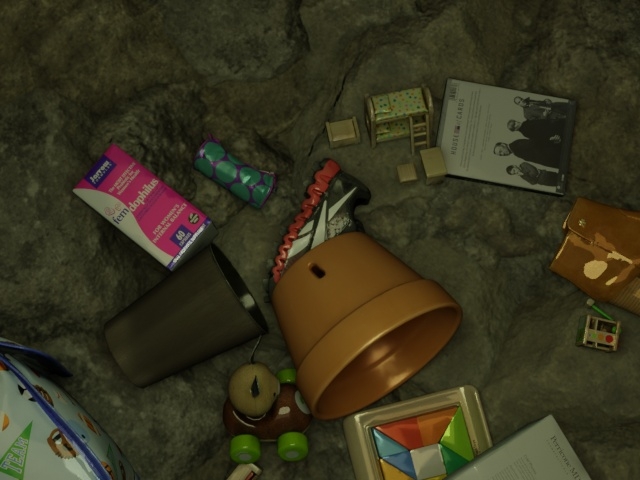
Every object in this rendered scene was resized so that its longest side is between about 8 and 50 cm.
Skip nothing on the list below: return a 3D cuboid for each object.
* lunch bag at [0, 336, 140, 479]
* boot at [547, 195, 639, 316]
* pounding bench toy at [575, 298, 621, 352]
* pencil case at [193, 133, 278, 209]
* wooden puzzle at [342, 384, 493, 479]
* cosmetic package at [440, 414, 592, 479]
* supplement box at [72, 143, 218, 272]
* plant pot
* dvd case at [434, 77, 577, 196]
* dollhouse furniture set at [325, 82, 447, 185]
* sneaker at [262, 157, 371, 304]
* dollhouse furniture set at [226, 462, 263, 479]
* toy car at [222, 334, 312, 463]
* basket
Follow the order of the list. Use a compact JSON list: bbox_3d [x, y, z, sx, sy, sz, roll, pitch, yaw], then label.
[{"bbox_3d":[-0.474,0.292,1.562,0.239,0.328,0.385,-41,81,-12],"label":"lunch bag"},{"bbox_3d":[0.541,-0.029,1.747,0.211,0.104,0.295,32,83,6],"label":"boot"},{"bbox_3d":[0.483,0.146,1.740,0.065,0.052,0.083,11,80,1],"label":"pounding bench toy"},{"bbox_3d":[-0.149,-0.119,1.771,0.152,0.064,0.070,31,97,4],"label":"pencil case"},{"bbox_3d":[0.176,0.375,1.700,0.239,0.044,0.220,-14,81,-3],"label":"wooden puzzle"},{"bbox_3d":[0.347,0.512,1.607,0.284,0.097,0.377,-26,80,-24],"label":"cosmetic package"},{"bbox_3d":[-0.298,-0.049,1.734,0.220,0.114,0.111,37,83,7],"label":"supplement box"},{"bbox_3d":[0.056,0.123,1.639,0.291,0.291,0.203,-33,66,-6],"label":"plant pot"},{"bbox_3d":[0.329,-0.185,1.808,0.239,0.029,0.179,10,80,2],"label":"dvd case"},{"bbox_3d":[0.111,-0.169,1.742,0.182,0.101,0.161,-11,63,-2],"label":"dollhouse furniture set"},{"bbox_3d":[0.000,0.000,1.735,0.135,0.097,0.276,25,79,6],"label":"sneaker"},{"bbox_3d":[-0.130,0.464,1.637,0.129,0.129,0.183,38,82,5],"label":"dollhouse furniture set"},{"bbox_3d":[-0.088,0.242,1.621,0.149,0.188,0.155,-3,47,-1],"label":"toy car"},{"bbox_3d":[-0.230,0.134,1.677,0.227,0.204,0.154,-30,47,2],"label":"basket"}]
